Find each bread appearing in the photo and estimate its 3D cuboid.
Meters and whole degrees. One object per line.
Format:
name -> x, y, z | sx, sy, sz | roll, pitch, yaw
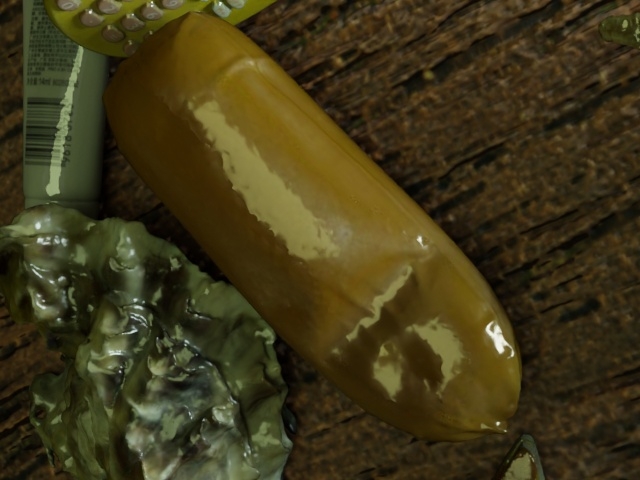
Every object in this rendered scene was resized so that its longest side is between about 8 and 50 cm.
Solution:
bread -> 0.137, 0.196, 0.751 | 0.062, 0.043, 0.109 | -16, 95, 18

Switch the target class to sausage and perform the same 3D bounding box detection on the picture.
sausage -> 0.001, 0.000, 0.730 | 0.134, 0.116, 0.354 | -43, 87, 7

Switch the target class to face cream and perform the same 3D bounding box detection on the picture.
face cream -> -0.198, -0.111, 0.812 | 0.092, 0.058, 0.244 | 6, 96, 23

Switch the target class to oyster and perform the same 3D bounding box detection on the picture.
oyster -> -0.144, 0.147, 0.798 | 0.238, 0.115, 0.351 | 10, 105, 19

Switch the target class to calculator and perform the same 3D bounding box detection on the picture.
calculator -> -0.085, -0.198, 0.716 | 0.235, 0.146, 0.032 | -27, 58, 22

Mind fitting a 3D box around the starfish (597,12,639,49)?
starfish -> 0.338, -0.013, 0.627 | 0.301, 0.084, 0.294 | -8, 90, 3
